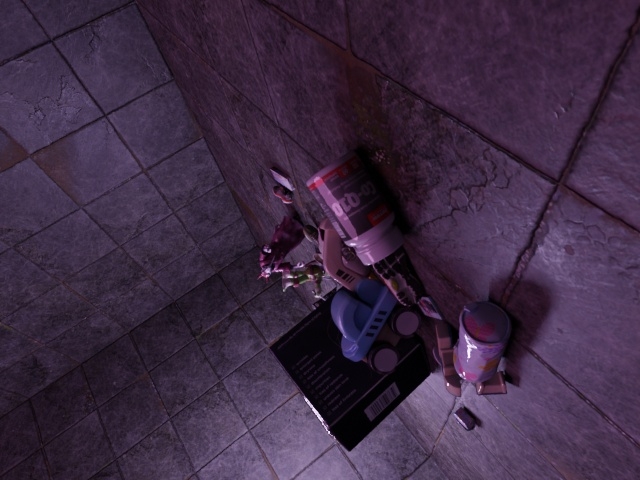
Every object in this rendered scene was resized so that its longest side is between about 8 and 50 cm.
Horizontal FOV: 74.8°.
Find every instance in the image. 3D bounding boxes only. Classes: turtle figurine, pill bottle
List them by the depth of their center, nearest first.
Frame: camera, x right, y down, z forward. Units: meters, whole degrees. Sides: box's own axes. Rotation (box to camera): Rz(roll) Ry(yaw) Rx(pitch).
[{"bbox_3d":[0.101,-0.086,1.141,0.283,0.161,0.161,56,167,-6],"label":"pill bottle"},{"bbox_3d":[-0.061,0.229,2.183,0.274,0.266,0.197,88,177,-57],"label":"turtle figurine"}]

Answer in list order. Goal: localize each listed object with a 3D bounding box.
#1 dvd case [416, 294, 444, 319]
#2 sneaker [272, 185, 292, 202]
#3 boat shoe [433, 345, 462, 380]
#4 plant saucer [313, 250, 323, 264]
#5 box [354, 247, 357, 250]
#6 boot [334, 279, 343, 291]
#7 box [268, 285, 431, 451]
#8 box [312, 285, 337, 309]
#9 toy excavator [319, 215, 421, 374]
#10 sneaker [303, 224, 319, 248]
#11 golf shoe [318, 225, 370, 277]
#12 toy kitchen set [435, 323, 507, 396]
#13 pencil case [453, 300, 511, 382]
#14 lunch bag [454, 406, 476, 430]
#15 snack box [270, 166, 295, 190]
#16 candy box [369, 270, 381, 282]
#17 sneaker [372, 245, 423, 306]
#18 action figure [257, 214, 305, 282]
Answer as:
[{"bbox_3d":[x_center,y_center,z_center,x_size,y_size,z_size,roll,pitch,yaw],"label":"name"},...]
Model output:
[{"bbox_3d":[0.340,0.209,1.344,0.087,0.013,0.119,57,167,-7],"label":"dvd case"},{"bbox_3d":[-0.175,-0.236,1.990,0.158,0.061,0.064,41,134,43],"label":"sneaker"},{"bbox_3d":[0.440,0.430,1.461,0.142,0.049,0.040,51,167,7],"label":"boat shoe"},{"bbox_3d":[0.050,0.089,1.881,0.169,0.029,0.168,19,160,7],"label":"plant saucer"},{"bbox_3d":[0.122,-0.023,1.309,0.116,0.029,0.162,57,-154,-8],"label":"box"},{"bbox_3d":[0.065,0.163,2.045,0.208,0.076,0.189,47,152,5],"label":"boot"},{"bbox_3d":[0.120,0.518,1.797,0.472,0.480,0.297,40,163,44],"label":"box"},{"bbox_3d":[0.090,0.371,2.245,0.220,0.175,0.051,43,163,38],"label":"box"},{"bbox_3d":[0.124,0.177,1.449,0.445,0.432,0.222,30,179,-11],"label":"toy excavator"},{"bbox_3d":[0.000,0.000,1.906,0.192,0.064,0.086,50,166,-4],"label":"sneaker"},{"bbox_3d":[0.079,0.044,1.643,0.306,0.115,0.140,41,158,41],"label":"golf shoe"},{"bbox_3d":[0.446,0.364,1.256,0.122,0.166,0.207,70,-164,-46],"label":"toy kitchen set"},{"bbox_3d":[0.399,0.259,1.054,0.273,0.114,0.124,73,177,-53],"label":"pencil case"},{"bbox_3d":[0.577,0.717,1.670,0.071,0.053,0.083,43,171,46],"label":"lunch bag"},{"bbox_3d":[-0.174,-0.282,1.906,0.178,0.022,0.064,38,160,50],"label":"snack box"},{"bbox_3d":[0.215,0.194,1.706,0.105,0.027,0.206,46,164,19],"label":"candy box"},{"bbox_3d":[0.212,0.084,1.302,0.279,0.107,0.118,61,173,-19],"label":"sneaker"},{"bbox_3d":[-0.228,0.042,2.115,0.276,0.370,0.248,3,144,48],"label":"action figure"}]
